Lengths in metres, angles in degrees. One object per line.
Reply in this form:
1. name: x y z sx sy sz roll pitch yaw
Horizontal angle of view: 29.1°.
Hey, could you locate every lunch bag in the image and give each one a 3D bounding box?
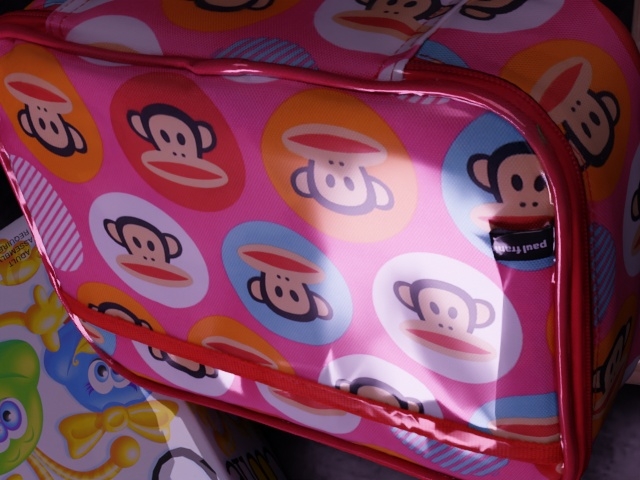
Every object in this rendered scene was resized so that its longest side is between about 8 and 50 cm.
1. lunch bag: 0.000 0.000 0.566 0.293 0.258 0.120 13 44 29

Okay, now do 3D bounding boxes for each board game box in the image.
1. board game box: -0.117 0.132 0.726 0.144 0.142 0.275 -34 71 3

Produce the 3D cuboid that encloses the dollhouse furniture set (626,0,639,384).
1. dollhouse furniture set: 0.144 -0.185 0.645 0.256 0.362 0.394 6 50 14
